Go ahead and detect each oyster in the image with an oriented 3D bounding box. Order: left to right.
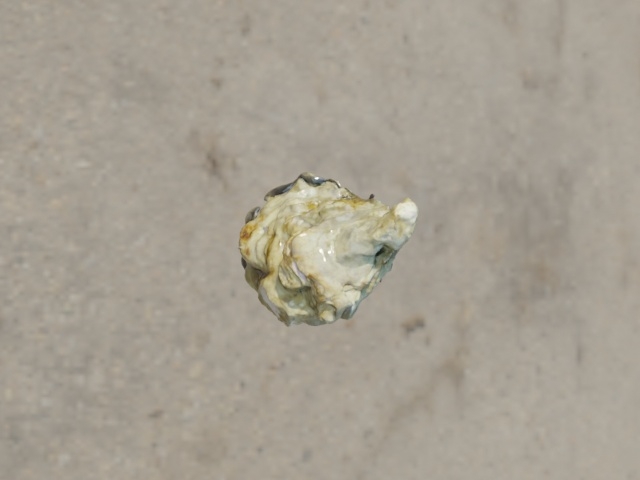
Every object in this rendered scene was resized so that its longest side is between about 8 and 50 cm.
[{"bbox_3d":[0.000,0.000,1.452,0.081,0.191,0.163,34,31,-54],"label":"oyster"}]
